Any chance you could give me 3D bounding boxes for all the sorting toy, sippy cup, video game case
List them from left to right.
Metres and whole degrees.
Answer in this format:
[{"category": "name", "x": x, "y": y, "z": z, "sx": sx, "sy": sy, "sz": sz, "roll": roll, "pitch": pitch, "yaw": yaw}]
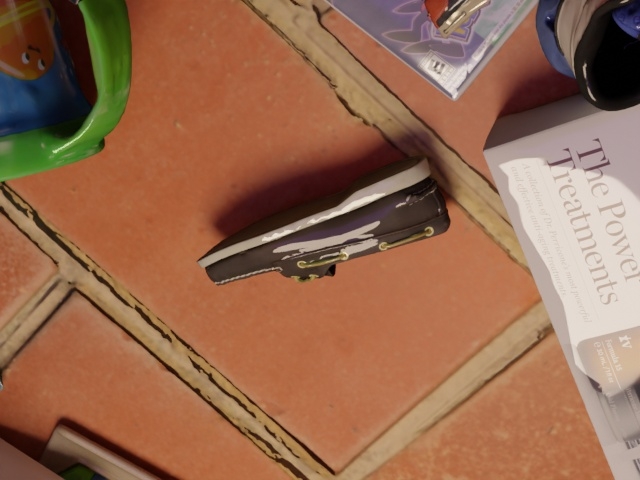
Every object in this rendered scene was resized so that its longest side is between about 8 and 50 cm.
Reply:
[{"category": "sippy cup", "x": -0.313, "y": -0.163, "z": 1.117, "sx": 0.305, "sy": 0.240, "sz": 0.224, "roll": -12, "pitch": 101, "yaw": -8}, {"category": "sorting toy", "x": -0.223, "y": 0.309, "z": 1.394, "sx": 0.193, "sy": 0.038, "sz": 0.208, "roll": 29, "pitch": 118, "yaw": 1}, {"category": "video game case", "x": 0.097, "y": -0.240, "z": 1.071, "sx": 0.183, "sy": 0.023, "sz": 0.201, "roll": 38, "pitch": 118, "yaw": -3}]

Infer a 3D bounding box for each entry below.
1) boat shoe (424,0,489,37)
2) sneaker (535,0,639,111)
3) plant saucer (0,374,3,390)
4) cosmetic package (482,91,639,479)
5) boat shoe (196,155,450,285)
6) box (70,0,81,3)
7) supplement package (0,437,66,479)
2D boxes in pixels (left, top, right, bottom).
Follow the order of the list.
[{"category": "boat shoe", "x": 0.140, "y": -0.202, "z": 1.035, "sx": 0.137, "sy": 0.049, "sz": 0.043, "roll": -25, "pitch": 96, "yaw": 27}, {"category": "sneaker", "x": 0.270, "y": -0.208, "z": 0.939, "sx": 0.127, "sy": 0.182, "sz": 0.315, "roll": 24, "pitch": 120, "yaw": -12}, {"category": "plant saucer", "x": -0.412, "y": 0.139, "z": 1.382, "sx": 0.192, "sy": 0.018, "sz": 0.067, "roll": -14, "pitch": 109, "yaw": 21}, {"category": "cosmetic package", "x": 0.332, "y": 0.038, "z": 1.090, "sx": 0.284, "sy": 0.097, "sz": 0.377, "roll": -19, "pitch": 106, "yaw": 20}, {"category": "boat shoe", "x": 0.000, "y": 0.000, "z": 1.171, "sx": 0.227, "sy": 0.081, "sz": 0.069, "roll": -22, "pitch": 102, "yaw": 20}, {"category": "box", "x": -0.190, "y": -0.284, "z": 1.025, "sx": 0.153, "sy": 0.207, "sz": 0.108, "roll": 33, "pitch": 117, "yaw": -1}, {"category": "supplement package", "x": -0.383, "y": 0.307, "z": 1.284, "sx": 0.204, "sy": 0.262, "sz": 0.145, "roll": 26, "pitch": 119, "yaw": 26}]
